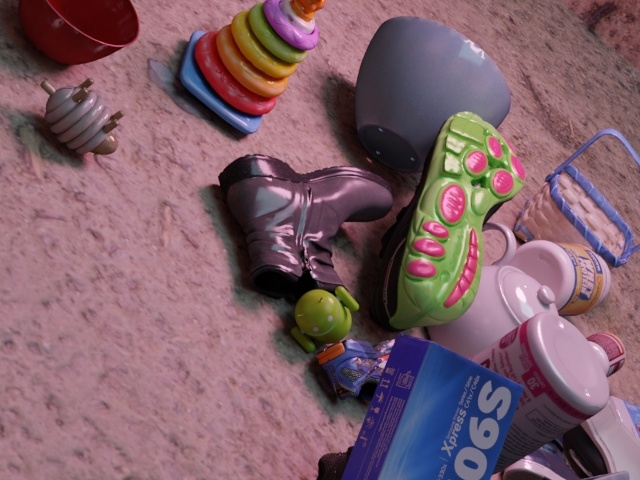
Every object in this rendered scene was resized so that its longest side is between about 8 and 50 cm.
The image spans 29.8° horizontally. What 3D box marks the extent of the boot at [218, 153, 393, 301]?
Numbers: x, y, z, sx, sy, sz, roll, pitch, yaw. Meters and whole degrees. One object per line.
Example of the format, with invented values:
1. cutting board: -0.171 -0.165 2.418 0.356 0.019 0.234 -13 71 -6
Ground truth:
1. boot: 0.000 0.000 1.846 0.338 0.118 0.222 3 56 -39

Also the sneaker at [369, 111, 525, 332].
1. sneaker: 0.192 -0.040 1.992 0.185 0.202 0.482 43 47 -12

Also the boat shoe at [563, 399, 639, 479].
1. boat shoe: 0.496 0.374 2.095 0.114 0.091 0.302 -13 68 -36

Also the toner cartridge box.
1. toner cartridge box: 0.111 0.304 1.453 0.165 0.075 0.347 27 80 -30

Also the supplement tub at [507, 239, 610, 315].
1. supplement tub: 0.462 0.075 2.327 0.200 0.144 0.144 4 53 -51

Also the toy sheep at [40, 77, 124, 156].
1. toy sheep: -0.320 -0.165 1.600 0.132 0.091 0.091 49 29 -18

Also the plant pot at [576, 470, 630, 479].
1. plant pot: 0.277 0.459 1.575 0.248 0.247 0.252 4 70 -52

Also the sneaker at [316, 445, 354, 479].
1. sneaker: 0.071 0.277 1.546 0.087 0.227 0.130 45 -15 -26

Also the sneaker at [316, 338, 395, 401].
1. sneaker: 0.081 0.196 1.766 0.221 0.083 0.087 4 66 -45

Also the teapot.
1. teapot: 0.311 0.130 2.023 0.256 0.187 0.252 44 30 -9

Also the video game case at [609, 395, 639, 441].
1. video game case: 0.637 0.434 2.249 0.270 0.061 0.244 23 41 -39

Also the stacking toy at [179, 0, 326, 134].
1. stacking toy: -0.069 -0.327 1.901 0.166 0.302 0.175 36 32 -23

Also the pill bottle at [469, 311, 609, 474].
1. pill bottle: 0.256 0.239 1.729 0.160 0.283 0.160 34 34 -26

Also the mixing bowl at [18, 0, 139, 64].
1. mixing bowl: -0.359 -0.317 1.706 0.181 0.098 0.181 35 33 -26

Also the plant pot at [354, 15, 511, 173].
1. plant pot: 0.175 -0.239 2.207 0.290 0.290 0.195 41 67 -16

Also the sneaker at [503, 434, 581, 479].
1. sneaker: 0.392 0.368 1.966 0.226 0.086 0.163 37 35 -21

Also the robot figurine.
1. robot figurine: 0.003 0.110 1.731 0.067 0.101 0.115 51 4 27

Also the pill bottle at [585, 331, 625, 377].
1. pill bottle: 0.518 0.227 2.292 0.152 0.086 0.086 -11 65 -57

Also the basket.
1. basket: 0.560 -0.064 2.466 0.254 0.289 0.201 49 35 -8
